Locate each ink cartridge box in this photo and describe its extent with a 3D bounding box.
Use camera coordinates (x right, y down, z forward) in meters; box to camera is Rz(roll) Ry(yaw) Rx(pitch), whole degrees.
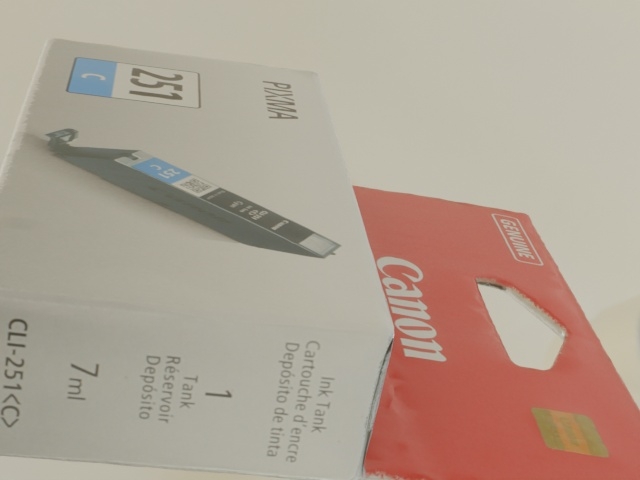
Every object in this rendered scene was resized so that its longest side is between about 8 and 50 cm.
[{"bbox_3d":[0.000,0.000,0.591,0.261,0.066,0.296,7,-158,-9],"label":"ink cartridge box"}]
